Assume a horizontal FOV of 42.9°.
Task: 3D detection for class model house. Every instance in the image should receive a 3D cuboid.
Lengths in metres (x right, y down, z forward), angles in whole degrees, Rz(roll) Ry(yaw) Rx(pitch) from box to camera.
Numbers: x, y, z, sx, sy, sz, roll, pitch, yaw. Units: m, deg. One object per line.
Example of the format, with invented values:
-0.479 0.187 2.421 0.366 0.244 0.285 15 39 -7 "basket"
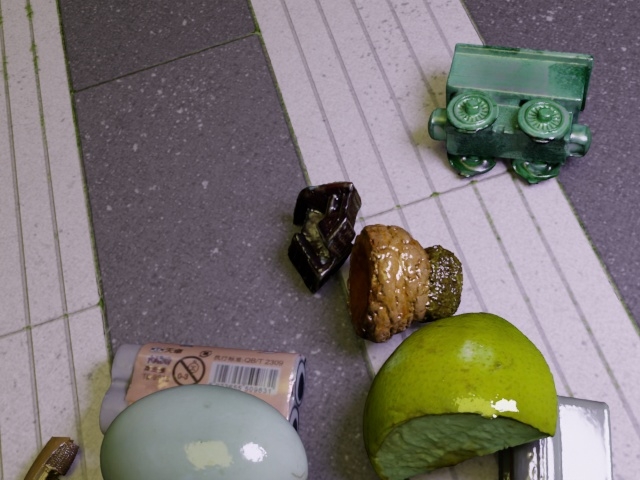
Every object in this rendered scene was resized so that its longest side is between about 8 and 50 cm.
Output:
0.001 -0.003 1.311 0.106 0.165 0.152 12 64 -2 "model house"

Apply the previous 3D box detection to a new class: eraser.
-0.176 0.237 1.235 0.290 0.087 0.171 3 59 11 "eraser"

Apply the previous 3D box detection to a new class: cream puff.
0.138 0.068 1.241 0.169 0.183 0.183 2 59 -12 "cream puff"

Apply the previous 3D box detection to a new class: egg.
-0.154 0.292 1.067 0.282 0.203 0.203 6 62 16 "egg"

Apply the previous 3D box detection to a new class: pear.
0.167 0.177 1.112 0.288 0.139 0.239 -31 27 38 "pear"

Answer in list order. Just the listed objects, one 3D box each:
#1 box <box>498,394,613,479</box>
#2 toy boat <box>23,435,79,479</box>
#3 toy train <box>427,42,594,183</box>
0.306 0.307 1.070 0.129 0.148 0.210 6 62 3 "box"
-0.416 0.366 1.225 0.049 0.047 0.149 15 64 18 "toy boat"
0.320 -0.212 1.362 0.266 0.145 0.202 10 60 15 "toy train"
